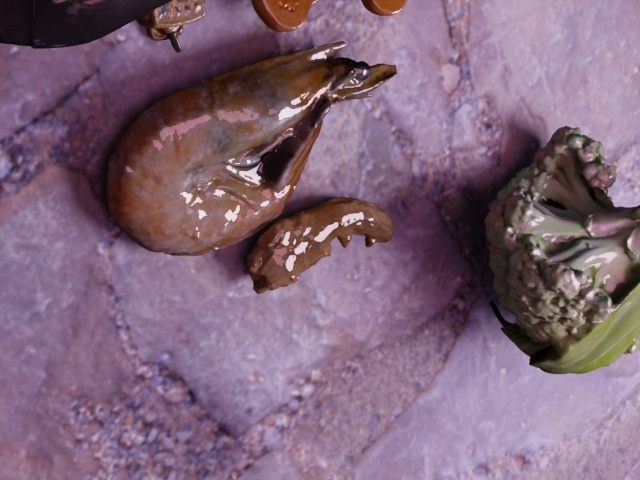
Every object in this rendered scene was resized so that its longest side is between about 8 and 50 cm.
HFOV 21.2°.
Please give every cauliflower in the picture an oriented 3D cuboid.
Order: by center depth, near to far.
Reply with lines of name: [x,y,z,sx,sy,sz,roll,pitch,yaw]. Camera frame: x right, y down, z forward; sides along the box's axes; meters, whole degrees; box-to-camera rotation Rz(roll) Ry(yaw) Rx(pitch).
cauliflower: [0.305,0.015,1.744,0.315,0.239,0.256,-19,122,23]

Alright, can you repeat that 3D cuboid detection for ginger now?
ginger: [0.001,-0.003,1.685,0.173,0.051,0.069,-19,118,-23]

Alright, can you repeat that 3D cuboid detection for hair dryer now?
hair dryer: [-0.201,-0.310,1.459,0.235,0.091,0.272,-17,102,-2]

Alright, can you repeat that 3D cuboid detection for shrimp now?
shrimp: [-0.057,-0.089,1.624,0.317,0.077,0.168,-23,123,-19]

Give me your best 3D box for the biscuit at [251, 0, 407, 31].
biscuit: [0.030,-0.290,1.634,0.250,0.036,0.165,-21,100,-25]

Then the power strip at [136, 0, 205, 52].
power strip: [-0.148,-0.315,1.524,0.064,0.044,0.305,-16,110,-27]
